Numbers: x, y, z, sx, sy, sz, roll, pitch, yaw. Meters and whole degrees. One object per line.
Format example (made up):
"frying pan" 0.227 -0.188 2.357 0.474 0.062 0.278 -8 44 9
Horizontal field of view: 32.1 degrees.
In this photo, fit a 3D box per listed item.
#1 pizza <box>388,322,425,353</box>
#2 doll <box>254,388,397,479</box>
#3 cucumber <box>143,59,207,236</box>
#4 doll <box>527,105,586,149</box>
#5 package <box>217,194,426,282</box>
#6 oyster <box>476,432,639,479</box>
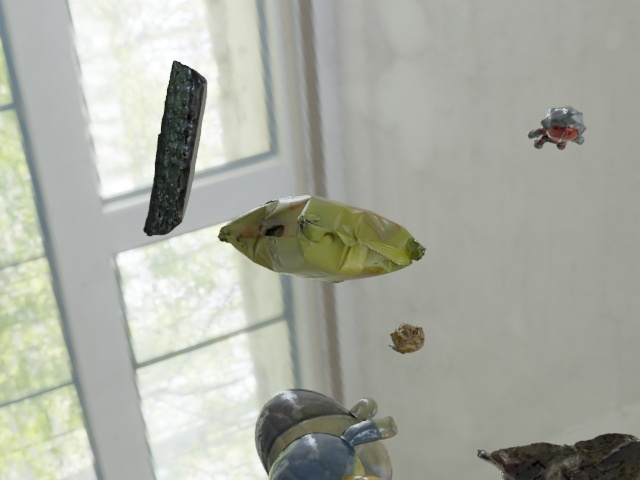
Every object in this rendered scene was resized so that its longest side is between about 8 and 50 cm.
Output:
"pizza" 0.098 0.109 1.250 0.037 0.083 0.016 37 -67 15
"doll" 0.006 0.138 0.657 0.089 0.102 0.179 40 6 -18
"cucumber" -0.171 -0.111 1.350 0.070 0.046 0.220 -65 169 -73
"doll" 0.265 -0.125 1.213 0.057 0.039 0.114 35 -13 7
"package" 0.000 0.000 1.257 0.226 0.168 0.090 0 -102 58
"oyster" 0.371 0.326 1.412 0.361 0.221 0.096 -19 -127 50
